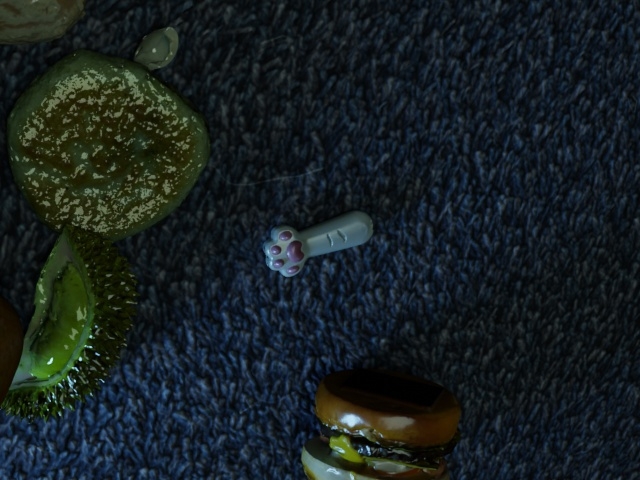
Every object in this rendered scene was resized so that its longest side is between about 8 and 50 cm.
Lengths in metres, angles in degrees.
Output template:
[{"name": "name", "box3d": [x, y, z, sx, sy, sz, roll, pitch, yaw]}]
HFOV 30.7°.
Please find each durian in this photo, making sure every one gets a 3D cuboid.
[{"name": "durian", "box3d": [-0.401, 0.147, 1.872, 0.169, 0.158, 0.352, 29, 104, 10]}]

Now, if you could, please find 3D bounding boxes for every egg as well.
[{"name": "egg", "box3d": [-0.441, -0.382, 1.645, 0.245, 0.203, 0.203, 24, 96, -15]}]

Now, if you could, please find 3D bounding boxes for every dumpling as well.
[{"name": "dumpling", "box3d": [-0.255, -0.296, 1.829, 0.059, 0.043, 0.077, 43, 71, -43]}]

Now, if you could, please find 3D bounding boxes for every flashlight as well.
[{"name": "flashlight", "box3d": [0.000, 0.000, 2.013, 0.200, 0.047, 0.093, -17, 111, -15]}]

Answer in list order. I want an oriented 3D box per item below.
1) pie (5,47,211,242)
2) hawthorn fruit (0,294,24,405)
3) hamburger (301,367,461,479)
[{"name": "pie", "box3d": [-0.337, -0.139, 1.831, 0.323, 0.070, 0.323, -6, 111, -17]}, {"name": "hawthorn fruit", "box3d": [-0.573, 0.187, 1.703, 0.277, 0.298, 0.277, -6, 131, -7]}, {"name": "hamburger", "box3d": [0.109, 0.357, 2.044, 0.291, 0.291, 0.225, 6, 98, -23]}]
